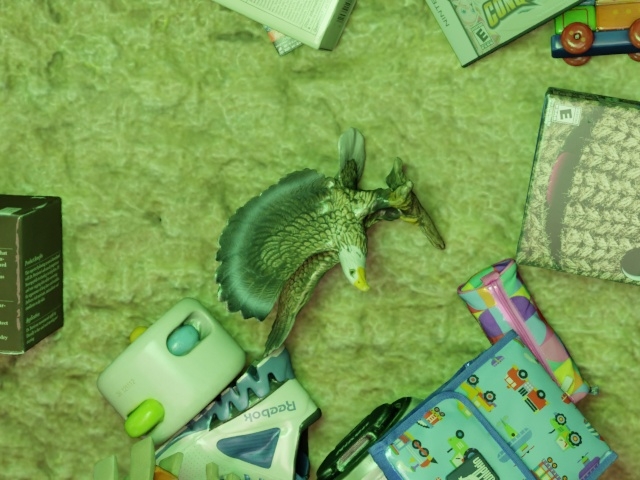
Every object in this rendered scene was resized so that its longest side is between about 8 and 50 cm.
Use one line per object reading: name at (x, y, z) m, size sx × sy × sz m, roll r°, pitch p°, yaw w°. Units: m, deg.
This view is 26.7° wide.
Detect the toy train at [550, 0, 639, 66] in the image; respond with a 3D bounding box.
toy train at (0.426, -0.314, 1.778) m, size 0.248 × 0.105 × 0.143 m, roll -3°, pitch 86°, yaw 10°

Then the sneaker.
sneaker at (-0.117, 0.314, 1.958) m, size 0.315 × 0.127 × 0.182 m, roll -42°, pitch 89°, yaw 12°

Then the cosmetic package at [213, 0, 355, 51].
cosmetic package at (-0.098, -0.390, 1.825) m, size 0.309 × 0.113 × 0.160 m, roll 27°, pitch 100°, yaw 8°

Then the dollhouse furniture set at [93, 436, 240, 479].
dollhouse furniture set at (-0.219, 0.416, 1.886) m, size 0.259 × 0.135 × 0.262 m, roll -29°, pitch 134°, yaw 32°

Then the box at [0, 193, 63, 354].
box at (-0.477, 0.044, 1.946) m, size 0.167 × 0.168 × 0.203 m, roll 3°, pitch 100°, yaw 10°

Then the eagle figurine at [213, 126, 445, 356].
eagle figurine at (0.002, 0.005, 1.832) m, size 0.298 × 0.225 × 0.226 m, roll -27°, pitch 106°, yaw 6°

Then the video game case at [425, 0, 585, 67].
video game case at (0.218, -0.382, 1.742) m, size 0.275 × 0.035 × 0.248 m, roll -24°, pitch 97°, yaw 52°

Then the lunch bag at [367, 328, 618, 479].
lunch bag at (0.205, 0.294, 1.754) m, size 0.221 × 0.293 × 0.138 m, roll 51°, pitch 142°, yaw 6°

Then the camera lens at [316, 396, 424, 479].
camera lens at (0.139, 0.372, 1.879) m, size 0.274 × 0.219 × 0.219 m, roll 45°, pitch 104°, yaw -1°

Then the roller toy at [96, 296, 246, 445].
roller toy at (-0.215, 0.180, 1.919) m, size 0.191 × 0.209 × 0.146 m, roll -43°, pitch 91°, yaw -1°

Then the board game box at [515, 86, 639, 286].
board game box at (0.423, -0.064, 1.794) m, size 0.291 × 0.141 × 0.232 m, roll 10°, pitch 102°, yaw 8°

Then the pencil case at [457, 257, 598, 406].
pencil case at (0.286, 0.142, 1.877) m, size 0.104 × 0.104 × 0.236 m, roll -32°, pitch 93°, yaw 13°

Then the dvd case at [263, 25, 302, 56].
dvd case at (-0.047, -0.330, 1.889) m, size 0.087 × 0.013 × 0.119 m, roll -27°, pitch 95°, yaw 13°
